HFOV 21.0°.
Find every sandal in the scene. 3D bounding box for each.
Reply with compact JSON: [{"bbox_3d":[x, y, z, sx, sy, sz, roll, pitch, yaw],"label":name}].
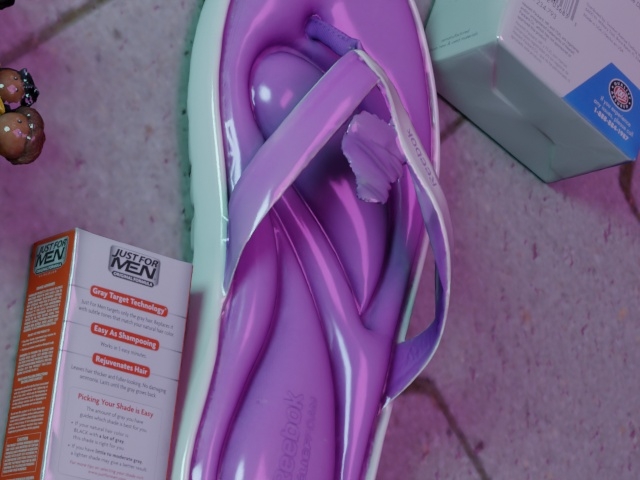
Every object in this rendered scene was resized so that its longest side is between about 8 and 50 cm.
[{"bbox_3d":[0.012,0.004,0.914,0.169,0.102,0.416,20,67,-35],"label":"sandal"}]

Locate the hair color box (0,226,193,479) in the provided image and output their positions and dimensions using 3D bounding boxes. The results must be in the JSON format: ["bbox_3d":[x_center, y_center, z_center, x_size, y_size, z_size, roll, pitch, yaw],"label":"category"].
[{"bbox_3d":[-0.109,0.072,0.834,0.072,0.043,0.141,20,68,-35],"label":"hair color box"}]

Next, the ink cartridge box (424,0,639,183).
[{"bbox_3d":[0.158,-0.170,1.096,0.134,0.078,0.231,37,58,-28],"label":"ink cartridge box"}]

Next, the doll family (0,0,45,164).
[{"bbox_3d":[-0.176,-0.105,0.803,0.111,0.076,0.193,6,72,-34],"label":"doll family"}]
